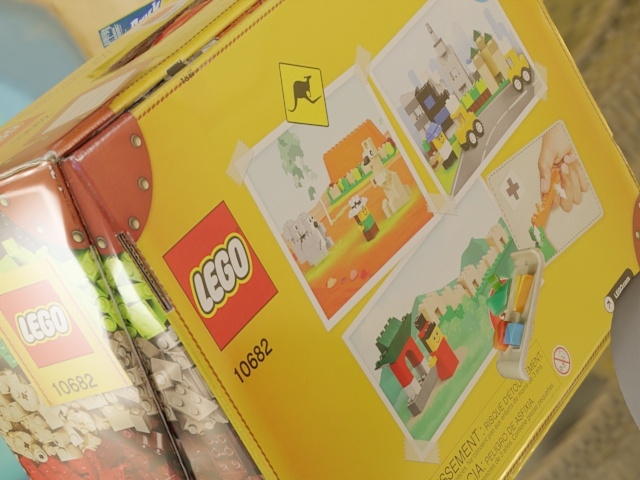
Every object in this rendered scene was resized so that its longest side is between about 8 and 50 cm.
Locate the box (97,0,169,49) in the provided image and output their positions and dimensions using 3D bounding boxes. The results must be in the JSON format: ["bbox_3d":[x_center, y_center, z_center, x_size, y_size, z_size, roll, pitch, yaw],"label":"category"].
[{"bbox_3d":[-0.143,-0.219,1.877,0.169,0.054,0.059,-20,-179,42],"label":"box"}]

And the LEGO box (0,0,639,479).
[{"bbox_3d":[0.000,0.000,1.298,0.193,0.372,0.500,-17,-161,41],"label":"LEGO box"}]

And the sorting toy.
[{"bbox_3d":[0.090,0.035,0.901,0.012,0.062,0.083,7,176,-6],"label":"sorting toy"}]

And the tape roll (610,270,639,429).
[{"bbox_3d":[0.282,0.081,1.118,0.219,0.219,0.072,-10,149,-41],"label":"tape roll"}]
